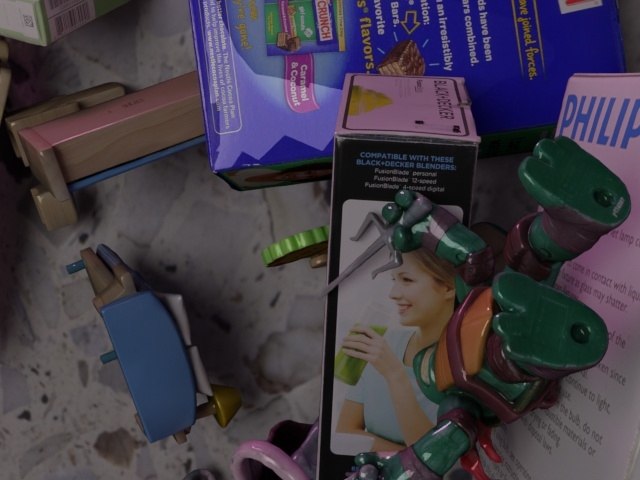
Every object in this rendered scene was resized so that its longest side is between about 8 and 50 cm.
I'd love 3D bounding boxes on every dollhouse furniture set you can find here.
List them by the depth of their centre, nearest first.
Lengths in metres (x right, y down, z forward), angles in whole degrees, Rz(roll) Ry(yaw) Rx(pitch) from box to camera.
[{"bbox_3d":[-0.150,0.002,1.027,0.286,0.198,0.303,30,138,63],"label":"dollhouse furniture set"}]

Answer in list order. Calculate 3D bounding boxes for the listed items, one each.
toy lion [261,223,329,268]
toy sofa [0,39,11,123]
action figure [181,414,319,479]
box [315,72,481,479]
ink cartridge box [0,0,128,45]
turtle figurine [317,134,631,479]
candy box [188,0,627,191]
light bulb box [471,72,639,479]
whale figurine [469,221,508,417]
[{"bbox_3d":[0.000,0.000,0.933,0.100,0.096,0.034,-24,80,26],"label":"toy lion"},{"bbox_3d":[-0.439,-0.050,1.097,0.177,0.150,0.362,-145,67,-65],"label":"toy sofa"},{"bbox_3d":[-0.087,0.327,0.902,0.370,0.276,0.248,-34,81,12],"label":"action figure"},{"bbox_3d":[0.049,0.042,0.722,0.087,0.169,0.289,4,113,3],"label":"box"},{"bbox_3d":[-0.308,-0.269,1.053,0.235,0.171,0.056,18,131,26],"label":"ink cartridge box"},{"bbox_3d":[0.078,0.051,0.562,0.234,0.118,0.175,126,147,-60],"label":"turtle figurine"},{"bbox_3d":[0.062,-0.195,0.827,0.317,0.122,0.268,-7,86,7],"label":"candy box"},{"bbox_3d":[0.302,0.111,0.615,0.358,0.225,0.360,12,98,-9],"label":"light bulb box"},{"bbox_3d":[0.164,0.088,0.847,0.272,0.141,0.216,-16,87,52],"label":"whale figurine"}]
